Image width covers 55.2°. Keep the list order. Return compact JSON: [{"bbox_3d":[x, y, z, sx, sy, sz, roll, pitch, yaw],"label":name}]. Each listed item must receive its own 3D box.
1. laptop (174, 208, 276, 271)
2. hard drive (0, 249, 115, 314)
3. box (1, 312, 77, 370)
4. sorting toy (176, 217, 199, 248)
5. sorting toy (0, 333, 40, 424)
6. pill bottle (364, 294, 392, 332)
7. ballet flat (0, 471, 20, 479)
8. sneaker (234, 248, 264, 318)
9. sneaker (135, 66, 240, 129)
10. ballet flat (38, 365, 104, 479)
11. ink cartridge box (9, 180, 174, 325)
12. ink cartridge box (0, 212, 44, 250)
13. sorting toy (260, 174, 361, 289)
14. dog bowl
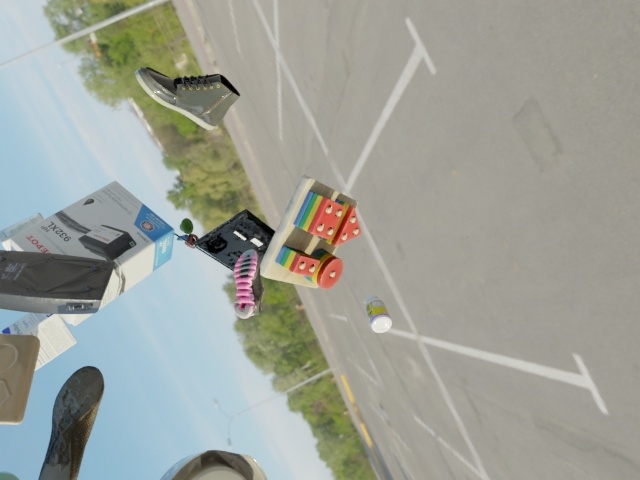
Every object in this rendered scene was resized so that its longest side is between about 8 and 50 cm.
[{"bbox_3d":[-0.235,-0.006,1.594,0.234,0.264,0.137,39,-153,-48],"label":"laptop"},{"bbox_3d":[-0.568,0.086,1.260,0.172,0.254,0.054,-104,23,-61],"label":"hard drive"},{"bbox_3d":[-0.746,0.256,1.630,0.072,0.137,0.126,29,145,41],"label":"box"},{"bbox_3d":[-0.421,-0.017,1.916,0.061,0.042,0.102,-47,-60,-55],"label":"sorting toy"},{"bbox_3d":[-0.702,0.281,1.254,0.038,0.208,0.193,118,155,-52],"label":"sorting toy"},{"bbox_3d":[0.117,0.149,1.263,0.083,0.043,0.043,-109,-3,-58],"label":"pill bottle"},{"bbox_3d":[-0.713,0.552,1.331,0.074,0.074,0.203,64,162,4],"label":"ballet flat"},{"bbox_3d":[-0.118,0.076,1.067,0.057,0.047,0.120,13,-100,-56],"label":"sneaker"},{"bbox_3d":[-0.294,-0.349,1.370,0.222,0.118,0.083,26,-148,-40],"label":"sneaker"},{"bbox_3d":[-0.454,0.352,1.128,0.058,0.084,0.250,87,-177,-52],"label":"ballet flat"},{"bbox_3d":[-0.546,0.022,1.487,0.223,0.307,0.129,38,139,13],"label":"ink cartridge box"},{"bbox_3d":[-0.776,0.029,1.809,0.060,0.238,0.275,42,151,34],"label":"ink cartridge box"},{"bbox_3d":[0.000,0.000,1.517,0.089,0.257,0.255,28,-175,32],"label":"sorting toy"},{"bbox_3d":[-0.290,0.711,1.581,0.102,0.348,0.349,-12,107,49],"label":"dog bowl"}]
